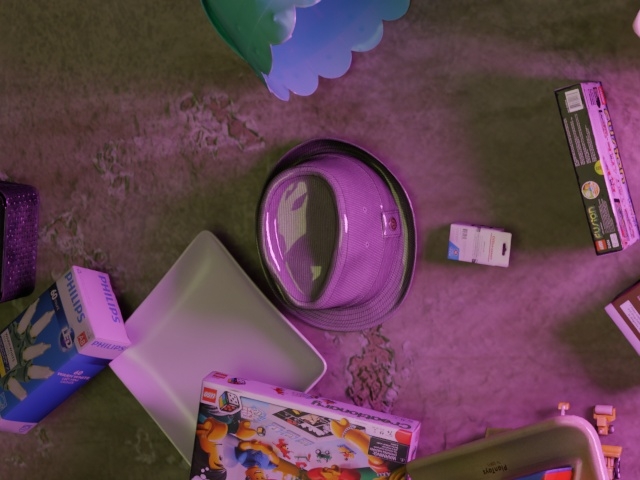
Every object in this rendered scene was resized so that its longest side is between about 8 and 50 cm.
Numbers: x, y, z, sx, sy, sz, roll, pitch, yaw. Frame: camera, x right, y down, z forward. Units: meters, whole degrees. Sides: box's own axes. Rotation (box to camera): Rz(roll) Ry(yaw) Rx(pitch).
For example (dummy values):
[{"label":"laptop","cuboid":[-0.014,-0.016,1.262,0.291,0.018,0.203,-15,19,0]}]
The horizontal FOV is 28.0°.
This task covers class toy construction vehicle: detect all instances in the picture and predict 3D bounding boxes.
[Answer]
[{"label":"toy construction vehicle","cuboid":[0.346,0.261,1.665,0.086,0.035,0.098,5,99,23]}]

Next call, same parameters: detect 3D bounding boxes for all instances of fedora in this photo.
[{"label":"fedora","cuboid":[0.000,0.000,1.735,0.244,0.124,0.275,7,100,24]}]

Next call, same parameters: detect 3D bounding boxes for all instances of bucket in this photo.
[{"label":"bucket","cuboid":[-0.020,-0.336,1.627,0.183,0.281,0.281,48,113,14]}]

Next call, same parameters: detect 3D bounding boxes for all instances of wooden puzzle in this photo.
[{"label":"wooden puzzle","cuboid":[0.233,0.409,1.538,0.322,0.080,0.348,-29,72,48]}]

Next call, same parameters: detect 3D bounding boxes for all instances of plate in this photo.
[{"label":"plate","cuboid":[-0.153,0.171,1.862,0.278,0.045,0.277,48,112,16]}]

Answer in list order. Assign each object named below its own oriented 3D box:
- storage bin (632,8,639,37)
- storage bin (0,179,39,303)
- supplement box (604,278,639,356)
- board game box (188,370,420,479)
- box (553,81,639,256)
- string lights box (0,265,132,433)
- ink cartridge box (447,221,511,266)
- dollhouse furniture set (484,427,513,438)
[{"label":"storage bin","cuboid":[0.465,-0.307,1.408,0.123,0.262,0.260,31,108,15]},{"label":"storage bin","cuboid":[-0.513,0.000,1.988,0.122,0.084,0.180,10,100,22]},{"label":"supplement box","cuboid":[0.481,0.060,1.556,0.239,0.073,0.130,-39,82,25]},{"label":"board game box","cuboid":[-0.028,0.309,1.770,0.305,0.053,0.193,12,104,14]},{"label":"box","cuboid":[0.342,-0.090,1.575,0.036,0.114,0.207,-14,91,25]},{"label":"string lights box","cuboid":[-0.411,0.168,1.944,0.260,0.077,0.133,-40,57,25]},{"label":"ink cartridge box","cuboid":[0.213,0.005,1.692,0.083,0.028,0.048,9,101,23]},{"label":"dollhouse furniture set","cuboid":[0.240,0.331,1.730,0.076,0.058,0.151,-2,116,17]}]
